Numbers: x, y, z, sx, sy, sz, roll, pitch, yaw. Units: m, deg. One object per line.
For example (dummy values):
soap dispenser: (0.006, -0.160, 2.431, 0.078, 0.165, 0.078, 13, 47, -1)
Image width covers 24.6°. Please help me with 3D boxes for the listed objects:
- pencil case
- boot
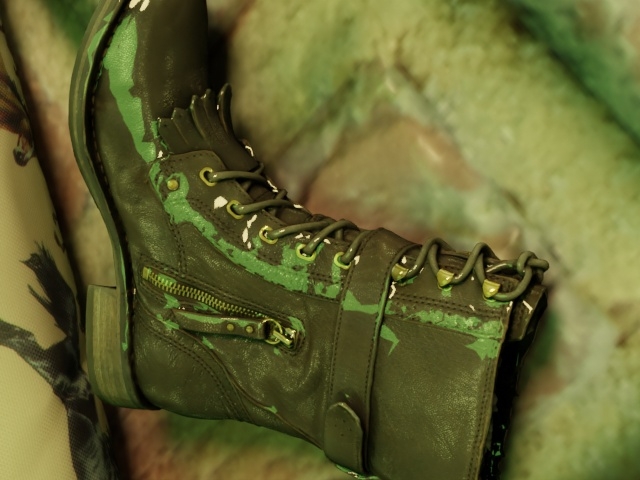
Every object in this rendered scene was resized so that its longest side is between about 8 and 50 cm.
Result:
pencil case: (-0.223, 0.044, 0.802, 0.183, 0.160, 0.410, -13, 95, 16)
boot: (0.000, 0.000, 0.698, 0.229, 0.091, 0.263, 11, 113, 26)
